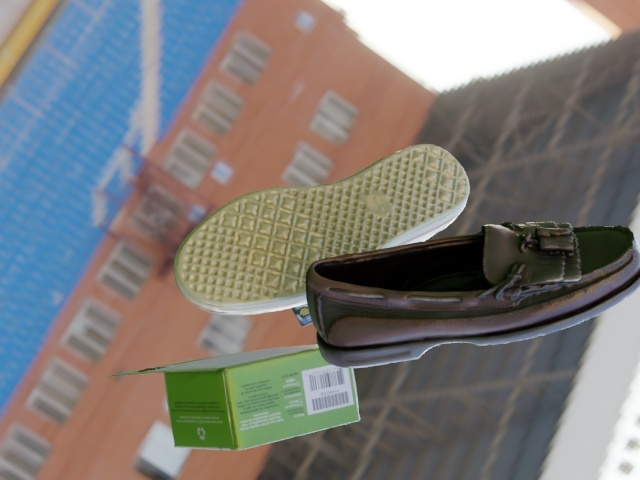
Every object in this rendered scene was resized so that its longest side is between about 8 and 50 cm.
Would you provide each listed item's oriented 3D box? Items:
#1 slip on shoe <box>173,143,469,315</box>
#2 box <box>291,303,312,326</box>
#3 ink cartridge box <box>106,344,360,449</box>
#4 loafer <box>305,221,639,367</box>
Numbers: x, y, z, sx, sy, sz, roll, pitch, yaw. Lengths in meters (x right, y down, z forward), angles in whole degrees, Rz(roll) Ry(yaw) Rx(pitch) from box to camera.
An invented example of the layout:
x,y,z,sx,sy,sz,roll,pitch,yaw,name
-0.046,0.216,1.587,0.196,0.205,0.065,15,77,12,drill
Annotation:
x,y,z,sx,sy,sz,roll,pitch,yaw,name
0.000,0.000,1.705,0.331,0.123,0.101,-23,163,-33,slip on shoe
0.019,0.042,2.129,0.137,0.094,0.027,-22,-146,11,box
-0.106,0.186,2.091,0.255,0.189,0.097,-9,-90,51,ink cartridge box
0.133,0.033,1.536,0.303,0.095,0.109,-15,-150,9,loafer
